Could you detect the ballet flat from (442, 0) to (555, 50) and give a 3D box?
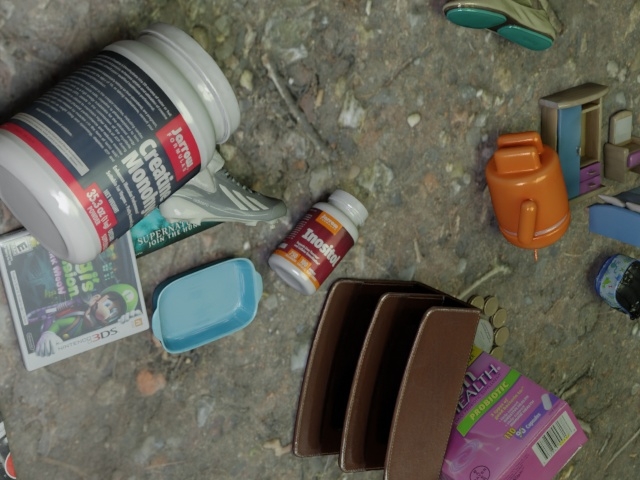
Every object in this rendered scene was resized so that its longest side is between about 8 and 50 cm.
[{"bbox_3d":[0.280,-0.364,1.967,0.248,0.086,0.086,12,98,-45],"label":"ballet flat"}]

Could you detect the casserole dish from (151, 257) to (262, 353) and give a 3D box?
[{"bbox_3d":[-0.166,0.087,1.766,0.188,0.037,0.114,-20,119,-34],"label":"casserole dish"}]

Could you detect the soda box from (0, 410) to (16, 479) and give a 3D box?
[{"bbox_3d":[-0.430,0.288,1.599,0.060,0.053,0.169,-24,121,-33],"label":"soda box"}]

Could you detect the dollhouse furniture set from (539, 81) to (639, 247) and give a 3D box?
[{"bbox_3d":[0.563,-0.143,2.133,0.286,0.303,0.198,-21,119,-34],"label":"dollhouse furniture set"}]

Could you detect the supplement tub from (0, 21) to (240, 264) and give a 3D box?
[{"bbox_3d":[-0.250,-0.119,1.508,0.272,0.191,0.191,-42,129,-21],"label":"supplement tub"}]

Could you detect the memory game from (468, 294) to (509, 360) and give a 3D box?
[{"bbox_3d":[0.266,0.182,2.196,0.186,0.012,0.186,-16,116,-36],"label":"memory game"}]

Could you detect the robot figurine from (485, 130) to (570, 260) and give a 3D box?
[{"bbox_3d":[0.348,-0.075,2.091,0.128,0.158,0.219,-28,124,-11],"label":"robot figurine"}]

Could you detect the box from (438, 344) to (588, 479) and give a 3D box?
[{"bbox_3d":[0.277,0.323,2.087,0.213,0.243,0.117,-45,130,-12],"label":"box"}]

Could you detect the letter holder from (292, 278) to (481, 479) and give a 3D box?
[{"bbox_3d":[0.097,0.225,1.972,0.214,0.152,0.302,5,103,-40],"label":"letter holder"}]

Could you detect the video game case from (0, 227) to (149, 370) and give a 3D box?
[{"bbox_3d":[-0.318,0.058,1.611,0.173,0.022,0.190,-19,118,-23],"label":"video game case"}]

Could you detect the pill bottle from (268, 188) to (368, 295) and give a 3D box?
[{"bbox_3d":[0.000,0.000,1.844,0.152,0.086,0.086,-51,132,-15],"label":"pill bottle"}]

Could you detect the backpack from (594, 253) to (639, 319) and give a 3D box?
[{"bbox_3d":[0.572,0.079,2.375,0.114,0.084,0.105,33,84,-47],"label":"backpack"}]

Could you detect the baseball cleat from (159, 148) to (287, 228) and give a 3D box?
[{"bbox_3d":[-0.123,-0.071,1.684,0.206,0.072,0.109,-3,101,-45],"label":"baseball cleat"}]

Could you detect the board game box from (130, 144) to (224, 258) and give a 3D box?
[{"bbox_3d":[-0.209,-0.056,1.681,0.186,0.026,0.126,-25,121,-32],"label":"board game box"}]
